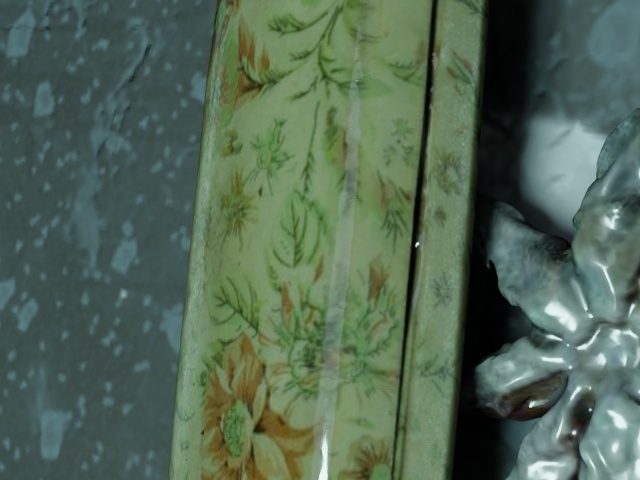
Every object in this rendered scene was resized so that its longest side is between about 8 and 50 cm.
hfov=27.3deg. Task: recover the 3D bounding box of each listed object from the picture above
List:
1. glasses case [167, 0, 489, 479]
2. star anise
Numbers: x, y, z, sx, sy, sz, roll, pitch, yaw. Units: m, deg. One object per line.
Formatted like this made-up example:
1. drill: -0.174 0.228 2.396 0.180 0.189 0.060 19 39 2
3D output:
1. glasses case: 0.000 0.000 0.577 0.156 0.098 0.425 -9 73 59
2. star anise: 0.115 0.046 0.519 0.181 0.061 0.204 19 92 37
